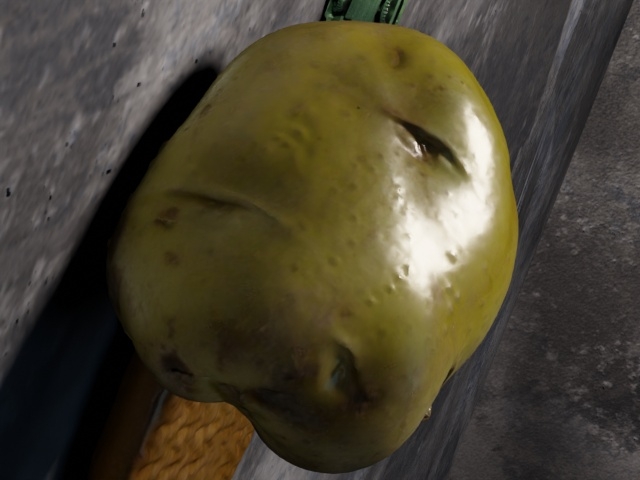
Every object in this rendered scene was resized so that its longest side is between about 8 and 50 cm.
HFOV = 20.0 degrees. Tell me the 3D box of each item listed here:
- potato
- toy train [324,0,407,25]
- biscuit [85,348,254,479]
[{"bbox_3d":[0.002,-0.002,0.775,0.137,0.154,0.200,-13,-139,44],"label":"potato"},{"bbox_3d":[0.036,-0.150,0.984,0.056,0.038,0.093,-23,134,-79],"label":"toy train"},{"bbox_3d":[-0.065,0.080,0.953,0.262,0.037,0.262,22,90,-80],"label":"biscuit"}]
